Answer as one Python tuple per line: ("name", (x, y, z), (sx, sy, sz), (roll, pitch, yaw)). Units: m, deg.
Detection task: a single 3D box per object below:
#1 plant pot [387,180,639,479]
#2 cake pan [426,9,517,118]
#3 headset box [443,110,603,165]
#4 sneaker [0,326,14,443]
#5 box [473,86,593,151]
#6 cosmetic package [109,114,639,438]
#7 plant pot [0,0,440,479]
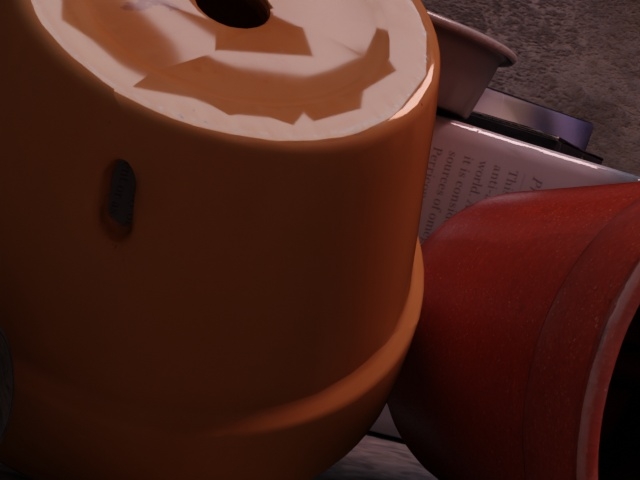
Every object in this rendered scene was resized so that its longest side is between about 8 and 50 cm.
("plant pot", (0.177, 0.078, 0.664), (0.272, 0.272, 0.265), (14, -1, -24))
("cake pan", (-0.008, -0.147, 0.868), (0.293, 0.054, 0.293), (16, 5, -2))
("headset box", (0.183, 0.001, 1.281), (0.131, 0.246, 0.283), (20, 8, 21))
("sneaker", (-0.207, 0.082, 0.420), (0.118, 0.083, 0.222), (-1, 10, 13))
("box", (0.188, -0.070, 1.696), (0.294, 0.296, 0.182), (11, 9, -39))
("cosmetic package", (0.000, 0.000, 0.895), (0.453, 0.230, 0.161), (16, 6, -13))
("plant pot", (-0.065, -0.041, 0.611), (0.291, 0.203, 0.291), (12, 45, -12))
